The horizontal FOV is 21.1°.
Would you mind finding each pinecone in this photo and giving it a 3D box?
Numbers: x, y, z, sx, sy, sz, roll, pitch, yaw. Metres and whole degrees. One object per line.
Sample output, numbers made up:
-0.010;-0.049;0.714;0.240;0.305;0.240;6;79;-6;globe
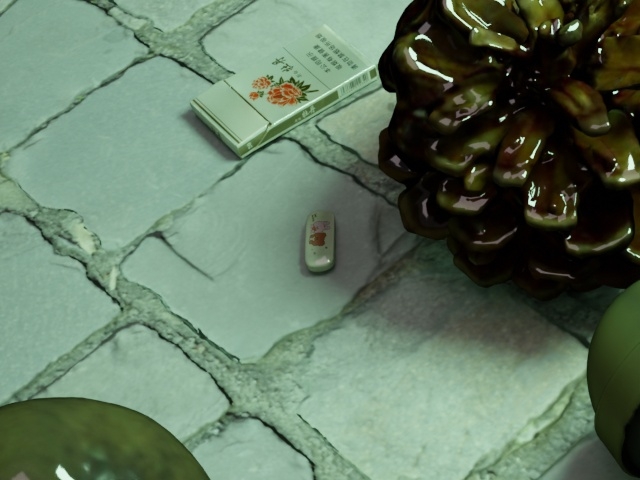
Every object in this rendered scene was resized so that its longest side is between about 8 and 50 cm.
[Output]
0.254;-0.143;1.703;0.398;0.397;0.397;-7;47;7;pinecone

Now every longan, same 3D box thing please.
-0.214;0.286;1.432;0.319;0.319;0.319;-7;47;7;longan

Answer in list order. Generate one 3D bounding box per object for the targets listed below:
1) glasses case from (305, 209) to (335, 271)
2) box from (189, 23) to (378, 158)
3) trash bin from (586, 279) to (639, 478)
0.000;0.000;1.839;0.032;0.021;0.083;-7;46;9;glasses case
-0.042;-0.177;2.010;0.198;0.029;0.109;-31;48;-17;box
0.372;0.160;1.478;0.214;0.214;0.334;-32;54;-16;trash bin
